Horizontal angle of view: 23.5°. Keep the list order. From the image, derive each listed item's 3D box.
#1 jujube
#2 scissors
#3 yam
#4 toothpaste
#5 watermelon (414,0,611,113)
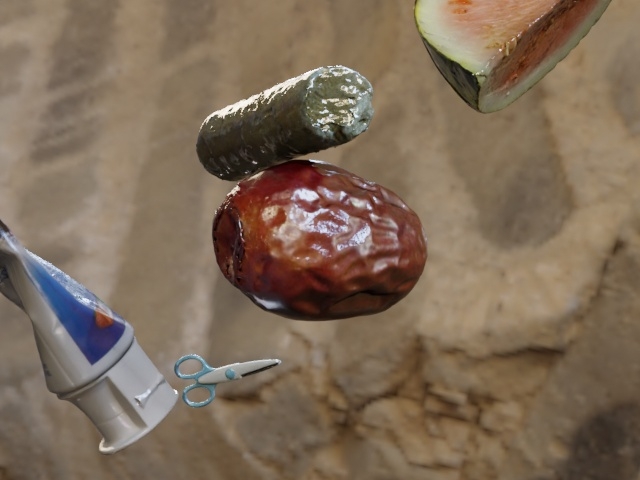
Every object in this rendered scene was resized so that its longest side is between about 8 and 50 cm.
[{"bbox_3d":[0.000,0.000,1.677,0.183,0.243,0.183,-1,-92,53],"label":"jujube"},{"bbox_3d":[-0.098,0.140,1.635,0.014,0.119,0.058,-30,104,-72],"label":"scissors"},{"bbox_3d":[-0.041,-0.128,1.703,0.259,0.093,0.093,-14,-118,58],"label":"yam"},{"bbox_3d":[-0.182,0.005,0.864,0.061,0.266,0.096,-40,-166,-5],"label":"toothpaste"},{"bbox_3d":[0.107,-0.109,0.778,0.087,0.163,0.069,22,-39,45],"label":"watermelon"}]
